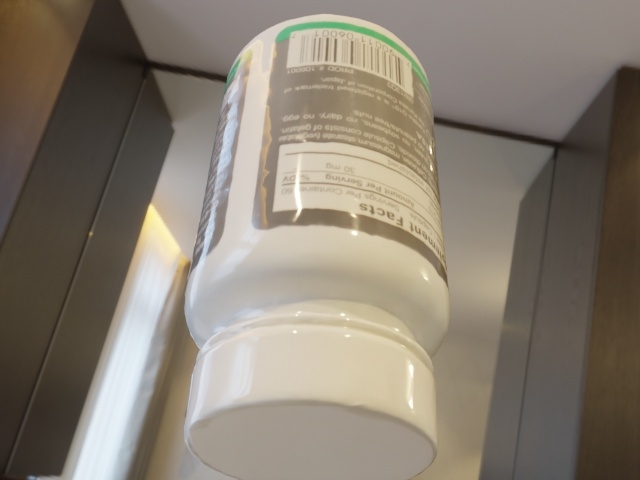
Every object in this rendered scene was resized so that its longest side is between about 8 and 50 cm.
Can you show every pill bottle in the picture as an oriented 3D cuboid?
[{"bbox_3d":[0.000,0.000,0.563,0.204,0.361,0.204,2,-37,2],"label":"pill bottle"}]
